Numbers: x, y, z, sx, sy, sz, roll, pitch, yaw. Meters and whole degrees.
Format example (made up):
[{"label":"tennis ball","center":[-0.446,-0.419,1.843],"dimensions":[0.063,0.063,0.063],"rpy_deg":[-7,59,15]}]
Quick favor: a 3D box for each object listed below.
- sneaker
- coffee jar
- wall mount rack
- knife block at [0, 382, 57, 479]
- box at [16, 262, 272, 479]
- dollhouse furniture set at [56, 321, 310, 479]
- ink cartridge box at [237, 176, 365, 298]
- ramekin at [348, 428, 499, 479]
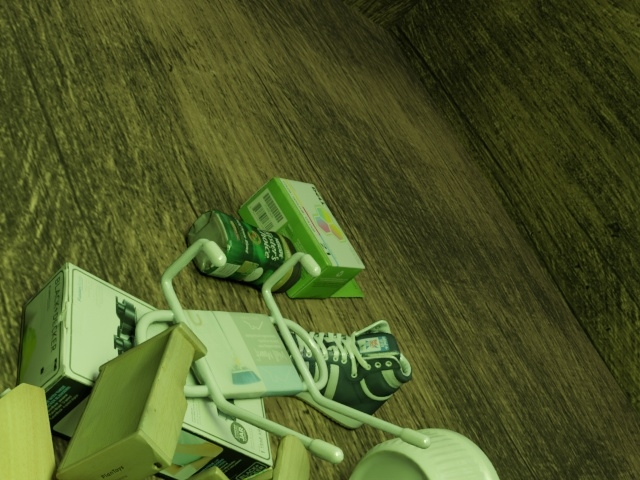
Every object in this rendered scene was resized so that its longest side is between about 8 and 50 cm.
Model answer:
[{"label":"sneaker","center":[0.010,0.161,1.414],"dimensions":[0.282,0.153,0.099],"rpy_deg":[33,27,-34]},{"label":"coffee jar","center":[-0.111,0.021,1.510],"dimensions":[0.184,0.079,0.096],"rpy_deg":[21,36,-50]},{"label":"wall mount rack","center":[-0.037,0.146,1.156],"dimensions":[0.350,0.130,0.304],"rpy_deg":[9,45,-56]},{"label":"knife block","center":[-0.260,0.278,0.824],"dimensions":[0.242,0.088,0.275],"rpy_deg":[49,22,-3]},{"label":"box","center":[-0.195,0.164,1.120],"dimensions":[0.290,0.087,0.169],"rpy_deg":[33,28,-35]},{"label":"dollhouse furniture set","center":[-0.116,0.228,0.949],"dimensions":[0.242,0.212,0.161],"rpy_deg":[53,22,-23]},{"label":"ink cartridge box","center":[0.000,0.000,1.724],"dimensions":[0.255,0.097,0.189],"rpy_deg":[5,49,-58]},{"label":"ramekin","center":[0.125,0.349,1.278],"dimensions":[0.109,0.207,0.207],"rpy_deg":[9,45,-45]}]
